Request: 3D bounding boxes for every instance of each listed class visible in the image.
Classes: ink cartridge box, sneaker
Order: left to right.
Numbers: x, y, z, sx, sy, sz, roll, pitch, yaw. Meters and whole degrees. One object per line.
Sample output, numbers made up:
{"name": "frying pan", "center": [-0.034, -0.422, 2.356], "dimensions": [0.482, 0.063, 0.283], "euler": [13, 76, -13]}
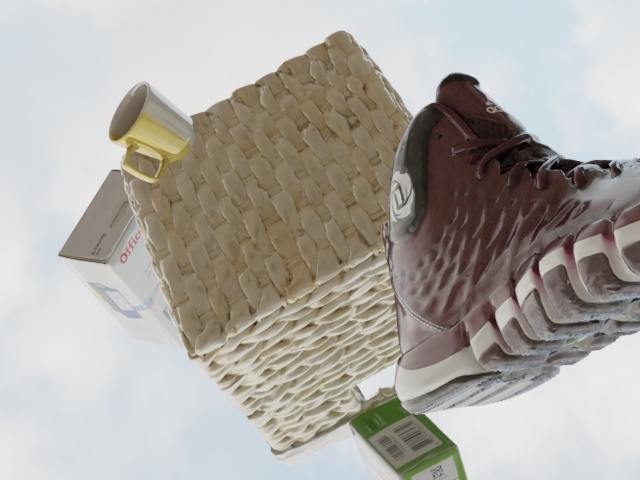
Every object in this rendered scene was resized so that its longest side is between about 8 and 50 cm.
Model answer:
{"name": "ink cartridge box", "center": [-0.240, 0.026, 1.369], "dimensions": [0.093, 0.212, 0.154], "euler": [7, -123, 29]}
{"name": "ink cartridge box", "center": [0.102, 0.260, 0.919], "dimensions": [0.062, 0.209, 0.109], "euler": [-25, -157, -13]}
{"name": "sneaker", "center": [0.112, -0.033, 0.474], "dimensions": [0.106, 0.281, 0.162], "euler": [3, -118, -39]}

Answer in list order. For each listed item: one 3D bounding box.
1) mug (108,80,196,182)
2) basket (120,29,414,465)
{"name": "mug", "center": [-0.152, -0.095, 0.899], "dimensions": [0.078, 0.064, 0.062], "euler": [-60, -146, 1]}
{"name": "basket", "center": [0.000, 0.000, 1.091], "dimensions": [0.328, 0.266, 0.331], "euler": [-30, -131, 3]}
